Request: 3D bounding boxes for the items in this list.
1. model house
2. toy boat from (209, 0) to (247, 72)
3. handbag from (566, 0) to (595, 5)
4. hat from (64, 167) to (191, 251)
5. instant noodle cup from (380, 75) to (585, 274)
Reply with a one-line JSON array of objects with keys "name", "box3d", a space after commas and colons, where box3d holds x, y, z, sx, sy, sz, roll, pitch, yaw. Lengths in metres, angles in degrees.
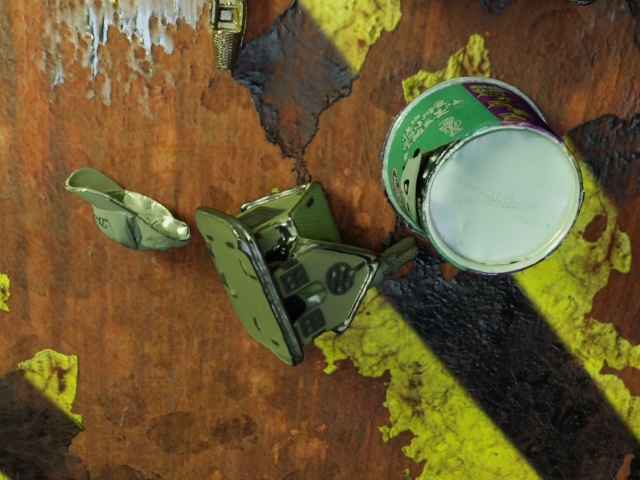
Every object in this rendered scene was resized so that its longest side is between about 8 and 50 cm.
[{"name": "model house", "box3d": [0.000, 0.000, 0.930, 0.279, 0.205, 0.218, -30, 113, -22]}, {"name": "toy boat", "box3d": [-0.118, -0.292, 0.857, 0.047, 0.049, 0.149, 5, 111, -3]}, {"name": "handbag", "box3d": [0.306, -0.423, 0.807, 0.216, 0.074, 0.203, 33, 106, -11]}, {"name": "hat", "box3d": [-0.272, -0.034, 0.913, 0.166, 0.122, 0.081, 33, 96, -37]}, {"name": "instant noodle cup", "box3d": [0.212, -0.077, 0.872, 0.252, 0.190, 0.251, -1, 111, -1]}]
